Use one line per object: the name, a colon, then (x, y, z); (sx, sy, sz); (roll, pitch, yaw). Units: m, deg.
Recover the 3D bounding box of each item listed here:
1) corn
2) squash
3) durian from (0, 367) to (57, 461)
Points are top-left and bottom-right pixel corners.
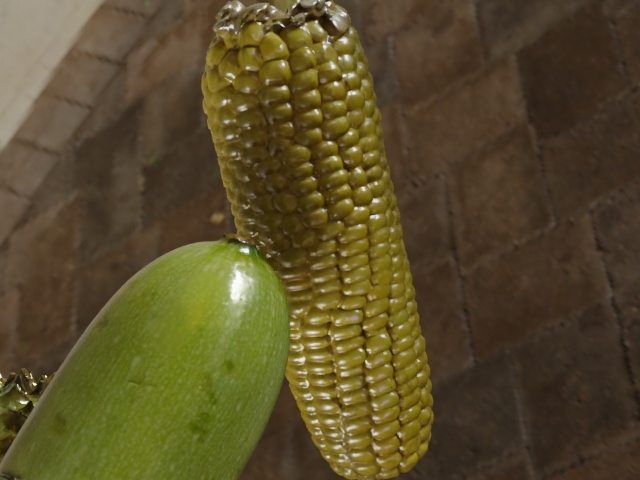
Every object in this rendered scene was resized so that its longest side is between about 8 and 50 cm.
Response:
corn: (0.000, 0.000, 0.875); (0.106, 0.305, 0.106); (-12, 13, 3)
squash: (-0.085, 0.080, 0.771); (0.123, 0.123, 0.187); (13, 70, 50)
durian: (-0.244, 0.238, 1.198); (0.293, 0.258, 0.258); (35, 86, 17)
